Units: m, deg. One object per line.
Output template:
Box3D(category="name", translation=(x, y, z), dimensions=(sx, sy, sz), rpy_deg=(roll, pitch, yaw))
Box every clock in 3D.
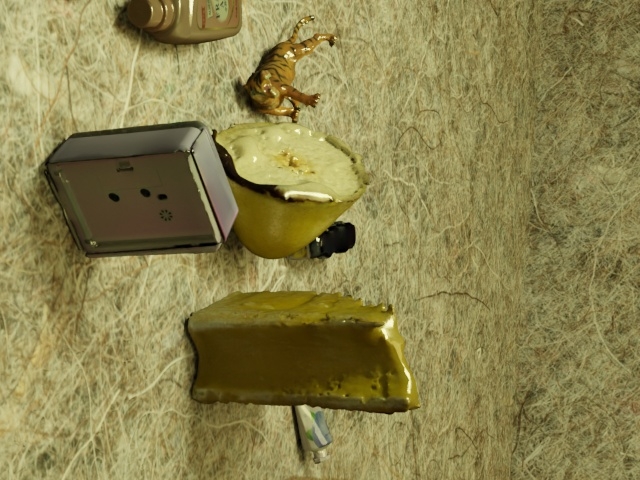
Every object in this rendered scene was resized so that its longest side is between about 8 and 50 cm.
Box3D(category="clock", translation=(-0.208, -0.057, 1.463), dimensions=(0.073, 0.193, 0.145), rpy_deg=(-67, 147, -49))

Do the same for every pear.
Box3D(category="pear", translation=(-0.061, -0.058, 1.873), dimensions=(0.267, 0.266, 0.178), rpy_deg=(-45, 154, -61))

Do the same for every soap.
Box3D(category="soap", translation=(0.021, 0.154, 1.817), dimensions=(0.304, 0.338, 0.169), rpy_deg=(-22, 110, -65))

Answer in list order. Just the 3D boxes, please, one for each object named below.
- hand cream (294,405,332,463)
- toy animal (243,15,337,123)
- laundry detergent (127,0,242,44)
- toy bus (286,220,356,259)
Box3D(category="hand cream", translation=(-0.015, 0.308, 2.109), dimensions=(0.084, 0.053, 0.142), rpy_deg=(-14, 91, -67))
Box3D(category="toy animal", translation=(-0.057, -0.284, 2.021), dimensions=(0.116, 0.114, 0.255), rpy_deg=(29, 43, -14))
Box3D(category="laundry detergent", translation=(-0.193, -0.354, 1.694), dimensions=(0.237, 0.076, 0.171), rpy_deg=(-22, 107, -65))
Box3D(category="toy bus", translation=(0.000, 0.000, 2.134), dimensions=(0.172, 0.072, 0.058), rpy_deg=(-14, 100, -66))
